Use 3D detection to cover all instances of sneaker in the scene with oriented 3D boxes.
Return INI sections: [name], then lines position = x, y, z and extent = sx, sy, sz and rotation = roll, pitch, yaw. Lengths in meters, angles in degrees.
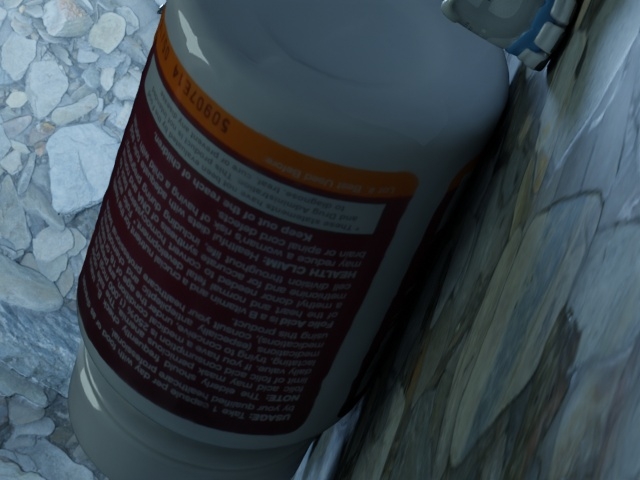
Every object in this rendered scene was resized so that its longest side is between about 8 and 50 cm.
[sneaker]
position = 0.122, -0.197, 0.927
extent = 0.071, 0.082, 0.191
rotation = 138, 153, -85

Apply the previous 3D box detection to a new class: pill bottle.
[pill bottle]
position = -0.042, -0.001, 1.150
extent = 0.224, 0.224, 0.392
rotation = -74, 6, -50

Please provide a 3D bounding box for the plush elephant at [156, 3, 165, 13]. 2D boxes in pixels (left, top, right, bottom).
[plush elephant]
position = 0.040, -0.276, 1.503
extent = 0.330, 0.255, 0.272
rotation = -21, -85, -52
